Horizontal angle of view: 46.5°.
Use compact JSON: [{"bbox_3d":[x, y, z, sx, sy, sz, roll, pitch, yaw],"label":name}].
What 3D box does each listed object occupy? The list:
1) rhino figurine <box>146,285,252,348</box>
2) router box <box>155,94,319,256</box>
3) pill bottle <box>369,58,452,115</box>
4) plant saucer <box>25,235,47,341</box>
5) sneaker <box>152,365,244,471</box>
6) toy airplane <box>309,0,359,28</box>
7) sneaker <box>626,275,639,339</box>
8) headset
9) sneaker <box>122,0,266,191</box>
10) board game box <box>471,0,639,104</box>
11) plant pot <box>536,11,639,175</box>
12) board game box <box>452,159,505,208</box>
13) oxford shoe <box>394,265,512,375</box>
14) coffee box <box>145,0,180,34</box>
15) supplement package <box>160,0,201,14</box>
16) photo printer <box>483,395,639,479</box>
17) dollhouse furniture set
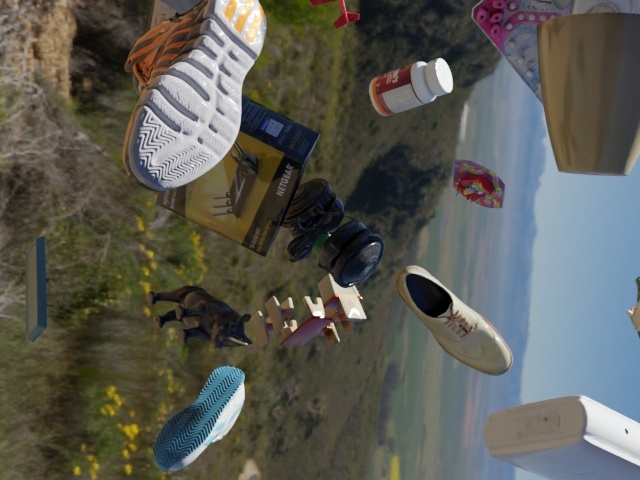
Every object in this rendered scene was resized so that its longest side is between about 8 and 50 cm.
[{"bbox_3d":[-0.190,0.131,1.240,0.106,0.243,0.073,-8,107,-38],"label":"rhino figurine"},{"bbox_3d":[-0.161,-0.126,1.351,0.081,0.242,0.309,-64,180,-37],"label":"router box"},{"bbox_3d":[0.262,-0.446,2.161,0.121,0.221,0.121,22,63,-49],"label":"pill bottle"},{"bbox_3d":[-0.522,0.086,1.363,0.018,0.067,0.192,14,51,-38],"label":"plant saucer"},{"bbox_3d":[-0.207,0.332,1.328,0.229,0.087,0.092,-45,145,-43],"label":"sneaker"},{"bbox_3d":[0.048,-0.572,1.777,0.028,0.151,0.151,-123,-161,-47],"label":"toy airplane"},{"bbox_3d":[0.415,0.113,0.909,0.075,0.057,0.161,-138,-150,-60],"label":"sneaker"},{"bbox_3d":[0.000,0.000,1.508,0.185,0.243,0.394,-44,177,-9],"label":"headset"},{"bbox_3d":[-0.191,-0.183,0.967,0.124,0.180,0.321,45,52,-33],"label":"sneaker"},{"bbox_3d":[0.586,-0.457,1.558,0.390,0.390,0.050,45,25,-18],"label":"board game box"},{"bbox_3d":[0.526,-0.261,1.400,0.256,0.256,0.274,-9,105,-74],"label":"plant pot"},{"bbox_3d":[0.361,-0.118,1.737,0.033,0.133,0.169,-54,157,-19],"label":"board game box"},{"bbox_3d":[0.355,0.226,2.009,0.140,0.397,0.146,-51,174,1],"label":"oxford shoe"},{"bbox_3d":[-0.332,-0.601,1.918,0.168,0.118,0.297,13,90,-48],"label":"coffee box"},{"bbox_3d":[-0.273,-0.562,1.580,0.145,0.204,0.262,-56,-163,13],"label":"supplement package"},{"bbox_3d":[0.531,0.426,1.539,0.307,0.256,0.107,28,55,-30],"label":"photo printer"},{"bbox_3d":[-0.007,0.213,1.974,0.262,0.259,0.135,8,49,-41],"label":"dollhouse furniture set"}]
